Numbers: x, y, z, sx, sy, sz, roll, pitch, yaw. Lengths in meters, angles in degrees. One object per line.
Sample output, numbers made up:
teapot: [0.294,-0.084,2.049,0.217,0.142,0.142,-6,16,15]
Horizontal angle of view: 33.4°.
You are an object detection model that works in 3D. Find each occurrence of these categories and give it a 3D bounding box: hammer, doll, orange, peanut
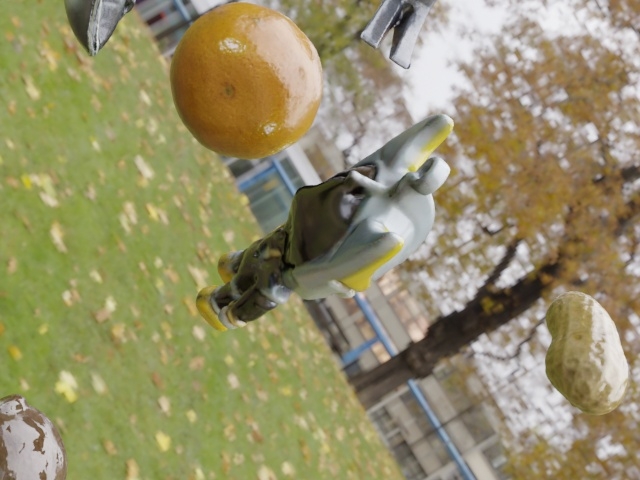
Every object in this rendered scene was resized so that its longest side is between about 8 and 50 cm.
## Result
hammer: [0.087,-0.163,0.571,0.037,0.137,0.290,33,1,-9]
doll: [-0.001,0.004,0.928,0.316,0.145,0.103,-26,-86,45]
orange: [-0.073,-0.160,1.067,0.156,0.156,0.124,60,20,-11]
peanut: [0.353,0.147,1.444,0.095,0.108,0.226,47,26,-24]

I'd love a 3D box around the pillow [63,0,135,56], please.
pillow: [-0.164,-0.212,0.786,0.091,0.055,0.136,-64,169,-55]

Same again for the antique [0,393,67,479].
antique: [-0.306,0.261,0.941,0.143,0.257,0.121,8,-13,24]
